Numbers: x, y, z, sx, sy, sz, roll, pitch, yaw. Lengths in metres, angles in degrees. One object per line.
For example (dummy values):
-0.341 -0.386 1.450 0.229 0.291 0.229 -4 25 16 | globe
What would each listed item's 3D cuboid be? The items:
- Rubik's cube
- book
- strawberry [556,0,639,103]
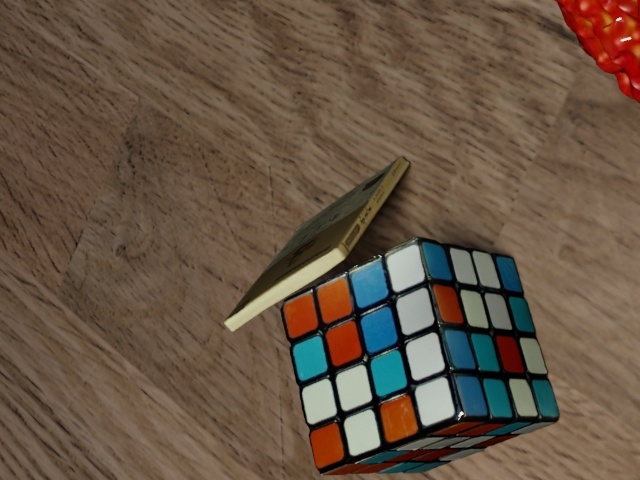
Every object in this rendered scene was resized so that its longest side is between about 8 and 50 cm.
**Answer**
0.082 0.100 1.187 0.155 0.151 0.154 -27 68 35 | Rubik's cube
0.000 0.000 1.262 0.138 0.198 0.016 -34 100 31 | book
0.316 -0.191 0.981 0.292 0.292 0.343 -46 72 26 | strawberry
